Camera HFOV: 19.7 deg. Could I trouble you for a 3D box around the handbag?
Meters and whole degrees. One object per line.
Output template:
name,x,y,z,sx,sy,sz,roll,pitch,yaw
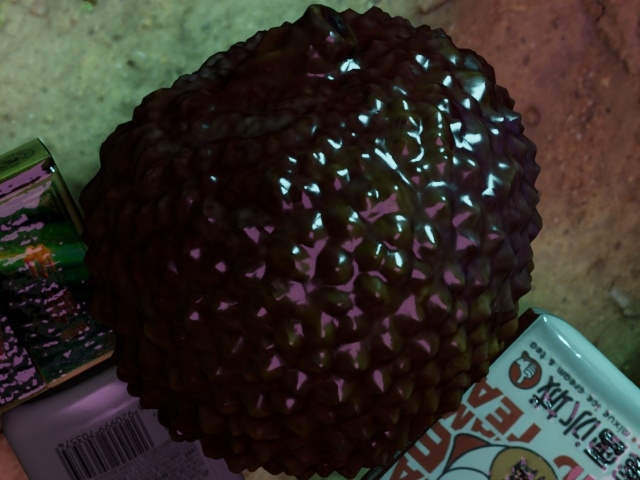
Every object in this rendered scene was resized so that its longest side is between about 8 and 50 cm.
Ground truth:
handbag,0.123,0.206,1.395,0.171,0.151,0.298,43,92,2

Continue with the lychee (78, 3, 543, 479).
lychee,0.000,0.000,1.201,0.306,0.306,0.330,-17,122,-14

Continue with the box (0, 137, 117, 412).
box,-0.263,0.051,1.253,0.240,0.071,0.159,-28,118,-9

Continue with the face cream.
face cream,-0.120,0.204,1.377,0.144,0.071,0.291,-28,119,-6
